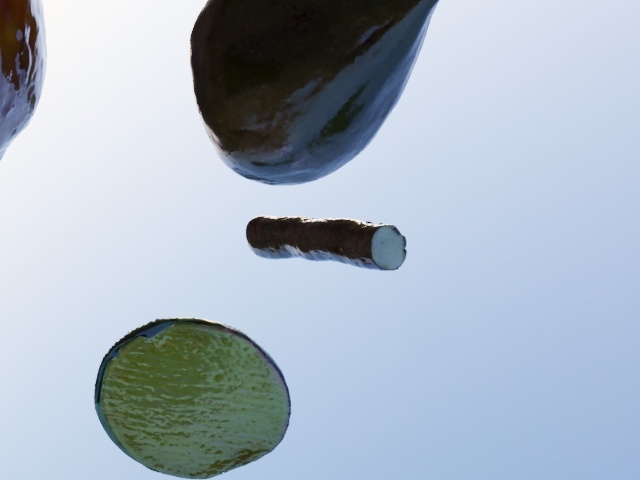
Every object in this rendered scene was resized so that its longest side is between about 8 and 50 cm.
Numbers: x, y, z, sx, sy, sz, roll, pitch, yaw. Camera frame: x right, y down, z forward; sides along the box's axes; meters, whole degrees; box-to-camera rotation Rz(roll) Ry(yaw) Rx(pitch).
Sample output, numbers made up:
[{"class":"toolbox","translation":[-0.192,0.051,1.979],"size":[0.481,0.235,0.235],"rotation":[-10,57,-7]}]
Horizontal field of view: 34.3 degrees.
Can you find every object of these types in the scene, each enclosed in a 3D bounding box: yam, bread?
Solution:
[{"class":"yam","translation":[0.000,0.000,1.240],"size":[0.252,0.061,0.061],"rotation":[5,-119,51]},{"class":"bread","translation":[-0.147,0.181,1.193],"size":[0.228,0.228,0.033],"rotation":[-44,-160,20]}]

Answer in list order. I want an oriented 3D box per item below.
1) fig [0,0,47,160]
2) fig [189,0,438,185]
[{"class":"fig","translation":[-0.235,-0.109,0.428],"size":[0.224,0.263,0.224],"rotation":[-2,-92,49]},{"class":"fig","translation":[0.016,-0.108,0.615],"size":[0.184,0.127,0.133],"rotation":[-11,-120,14]}]
